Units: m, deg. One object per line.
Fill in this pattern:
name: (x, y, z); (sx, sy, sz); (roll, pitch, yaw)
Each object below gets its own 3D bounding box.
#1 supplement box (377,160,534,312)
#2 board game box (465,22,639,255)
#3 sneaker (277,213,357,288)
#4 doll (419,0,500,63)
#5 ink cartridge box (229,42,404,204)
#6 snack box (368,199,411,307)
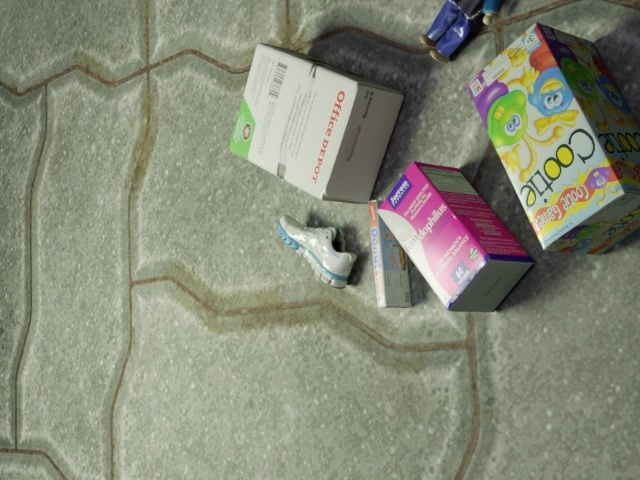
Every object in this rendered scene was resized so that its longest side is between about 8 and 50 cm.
supplement box: (0.203, -0.007, 1.498); (0.111, 0.114, 0.220); (-56, 48, 29)
board game box: (0.339, -0.135, 1.337); (0.144, 0.142, 0.275); (-41, 58, 37)
sneaker: (0.000, 0.000, 1.756); (0.190, 0.071, 0.083); (42, 111, 31)
doll: (0.231, -0.376, 1.545); (0.189, 0.046, 0.129); (-49, 55, 33)
ink cartridge box: (-0.014, -0.209, 1.739); (0.289, 0.121, 0.211); (32, 110, 44)
snack box: (0.115, 0.023, 1.623); (0.022, 0.064, 0.178); (-15, 75, 46)
